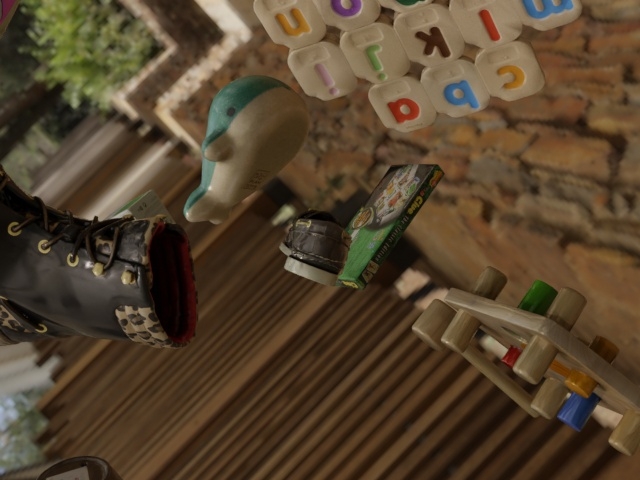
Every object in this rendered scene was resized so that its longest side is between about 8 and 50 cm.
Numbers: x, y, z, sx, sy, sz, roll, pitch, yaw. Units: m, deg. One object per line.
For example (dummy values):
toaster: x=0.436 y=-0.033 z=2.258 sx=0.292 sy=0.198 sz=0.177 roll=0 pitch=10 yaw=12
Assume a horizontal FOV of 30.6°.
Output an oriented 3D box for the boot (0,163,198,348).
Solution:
boot: x=-0.309 y=-0.012 z=1.332 sx=0.284 sy=0.138 sz=0.378 roll=4 pitch=131 yaw=19

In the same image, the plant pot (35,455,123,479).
plant pot: x=-0.312 y=0.420 z=1.603 sx=0.215 sy=0.215 sz=0.231 roll=37 pitch=143 yaw=59

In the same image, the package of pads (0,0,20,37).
package of pads: x=-0.416 y=-0.390 z=1.327 sx=0.101 sy=0.229 sz=0.296 roll=15 pitch=159 yaw=18

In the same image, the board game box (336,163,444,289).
board game box: x=0.099 y=-0.027 z=2.020 sx=0.030 sy=0.260 sz=0.136 roll=47 pitch=159 yaw=-29

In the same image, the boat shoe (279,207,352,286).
boat shoe: x=0.000 y=0.000 z=1.356 sx=0.081 sy=0.069 sz=0.228 roll=19 pitch=-174 yaw=-5

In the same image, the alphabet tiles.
alphabet tiles: x=0.088 y=-0.220 z=1.084 sx=0.278 sy=0.284 sz=0.021 roll=55 pitch=-150 yaw=-39

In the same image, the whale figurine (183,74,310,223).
whale figurine: x=-0.141 y=-0.153 z=1.935 sx=0.141 sy=0.272 sz=0.216 roll=44 pitch=-160 yaw=23

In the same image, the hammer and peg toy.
hammer and peg toy: x=0.295 y=0.150 z=1.586 sx=0.266 sy=0.127 sz=0.361 roll=37 pitch=172 yaw=-22

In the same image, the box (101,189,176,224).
box: x=-0.319 y=-0.016 z=2.060 sx=0.102 sy=0.087 sz=0.101 roll=57 pitch=-151 yaw=-11
